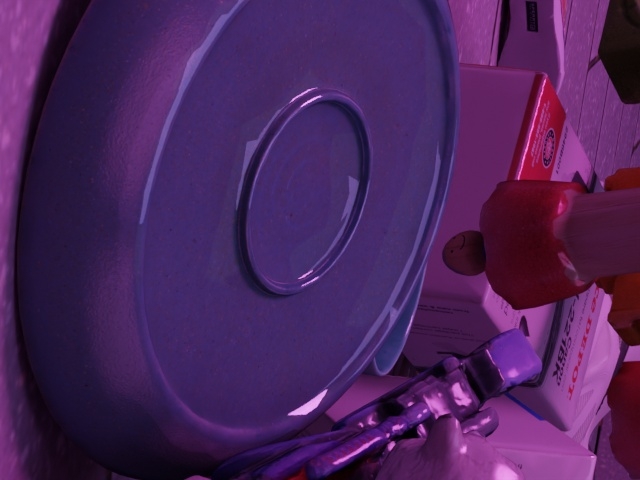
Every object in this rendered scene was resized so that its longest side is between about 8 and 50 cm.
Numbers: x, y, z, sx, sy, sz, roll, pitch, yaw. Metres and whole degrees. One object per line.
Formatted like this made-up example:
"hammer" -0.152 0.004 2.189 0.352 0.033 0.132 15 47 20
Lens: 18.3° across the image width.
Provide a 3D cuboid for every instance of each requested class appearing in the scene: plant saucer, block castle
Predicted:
"plant saucer" -0.019 -0.027 0.961 0.317 0.043 0.318 -32 131 -45
"block castle" 0.259 -0.082 1.439 0.303 0.213 0.453 52 43 -40

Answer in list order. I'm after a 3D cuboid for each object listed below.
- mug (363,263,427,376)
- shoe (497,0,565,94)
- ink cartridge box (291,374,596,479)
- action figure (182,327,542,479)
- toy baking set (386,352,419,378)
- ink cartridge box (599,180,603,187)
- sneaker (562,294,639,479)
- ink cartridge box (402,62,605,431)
"mug" 0.003 -0.002 1.165 0.129 0.097 0.158 -63 158 -46
"shoe" 0.208 -0.210 1.862 0.081 0.063 0.178 -53 147 -49
"ink cartridge box" 0.047 0.215 1.250 0.171 0.168 0.233 -147 -115 -71
"action figure" 0.021 0.185 0.997 0.341 0.178 0.330 -27 161 -41
"toy baking set" 0.091 0.050 1.681 0.256 0.030 0.197 -12 112 -74
"ink cartridge box" 0.230 0.043 2.095 0.212 0.093 0.154 -61 157 -55
"sneaker" 0.151 0.214 1.905 0.257 0.169 0.447 -14 129 -47
"ink cartridge box" 0.139 0.011 1.576 0.273 0.114 0.197 52 50 -58
